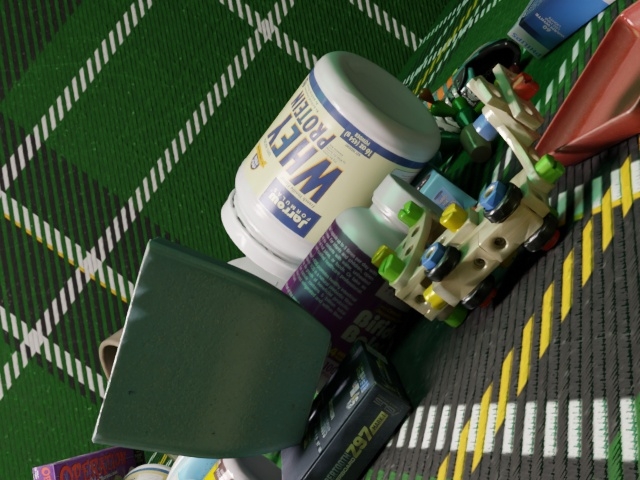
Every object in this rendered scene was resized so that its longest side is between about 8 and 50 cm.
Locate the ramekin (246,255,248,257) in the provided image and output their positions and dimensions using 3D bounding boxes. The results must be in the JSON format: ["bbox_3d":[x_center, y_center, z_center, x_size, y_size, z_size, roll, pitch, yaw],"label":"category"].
[{"bbox_3d":[0.000,0.000,2.098,0.273,0.127,0.273,-39,-26,-23],"label":"ramekin"}]

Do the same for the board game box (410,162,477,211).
[{"bbox_3d":[0.125,-0.007,1.855,0.254,0.079,0.336,-53,6,7],"label":"board game box"}]

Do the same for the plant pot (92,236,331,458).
[{"bbox_3d":[-0.127,0.149,1.450,0.247,0.252,0.248,-167,94,-84],"label":"plant pot"}]

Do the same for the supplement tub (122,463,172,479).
[{"bbox_3d":[-0.310,0.502,1.997,0.144,0.144,0.200,-51,7,22],"label":"supplement tub"}]

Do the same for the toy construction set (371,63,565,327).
[{"bbox_3d":[0.183,-0.035,1.334,0.215,0.151,0.328,-76,11,-60],"label":"toy construction set"}]

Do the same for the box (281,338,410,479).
[{"bbox_3d":[0.025,0.233,1.417,0.183,0.059,0.233,-54,6,6],"label":"box"}]

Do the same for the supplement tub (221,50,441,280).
[{"bbox_3d":[0.011,-0.112,1.818,0.325,0.235,0.235,-51,7,24],"label":"supplement tub"}]

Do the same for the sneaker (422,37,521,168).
[{"bbox_3d":[0.253,-0.249,2.059,0.302,0.108,0.121,-53,2,-3],"label":"sneaker"}]

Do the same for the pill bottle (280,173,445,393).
[{"bbox_3d":[0.056,0.061,1.605,0.301,0.169,0.169,-53,7,11],"label":"pill bottle"}]

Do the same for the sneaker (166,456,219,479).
[{"bbox_3d":[-0.199,0.438,1.672,0.319,0.127,0.208,-64,5,-3],"label":"sneaker"}]

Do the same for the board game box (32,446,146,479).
[{"bbox_3d":[-0.400,0.487,2.058,0.056,0.208,0.347,-16,-7,15],"label":"board game box"}]

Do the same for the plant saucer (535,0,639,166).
[{"bbox_3d":[0.365,-0.199,1.301,0.259,0.047,0.258,-57,7,-17],"label":"plant saucer"}]

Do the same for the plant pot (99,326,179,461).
[{"bbox_3d":[-0.220,0.241,2.199,0.280,0.323,0.323,-39,0,-26],"label":"plant pot"}]

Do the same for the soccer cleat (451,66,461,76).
[{"bbox_3d":[0.291,-0.314,2.273,0.060,0.072,0.179,-54,7,-5],"label":"soccer cleat"}]

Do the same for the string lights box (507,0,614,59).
[{"bbox_3d":[0.421,-0.412,1.860,0.133,0.076,0.259,-56,7,-21],"label":"string lights box"}]

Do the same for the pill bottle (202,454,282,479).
[{"bbox_3d":[-0.136,0.386,1.504,0.215,0.117,0.117,-53,7,9],"label":"pill bottle"}]

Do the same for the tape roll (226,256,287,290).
[{"bbox_3d":[-0.114,0.170,1.903,0.246,0.246,0.169,-51,7,25],"label":"tape roll"}]

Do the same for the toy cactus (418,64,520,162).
[{"bbox_3d":[0.246,-0.198,1.870,0.219,0.112,0.180,-26,35,12],"label":"toy cactus"}]
